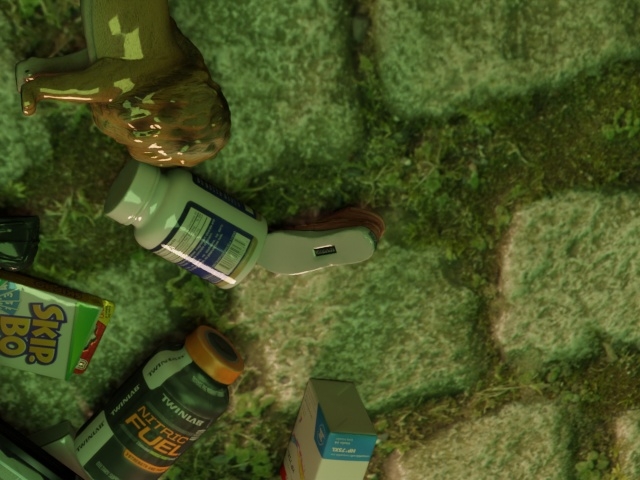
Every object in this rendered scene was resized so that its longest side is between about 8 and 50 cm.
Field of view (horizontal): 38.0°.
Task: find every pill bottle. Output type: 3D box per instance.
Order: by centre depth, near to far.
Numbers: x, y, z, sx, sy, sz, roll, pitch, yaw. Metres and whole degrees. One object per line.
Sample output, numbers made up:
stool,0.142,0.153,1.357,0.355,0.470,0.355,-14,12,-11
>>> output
pill bottle,-0.171,-0.026,1.173,0.186,0.112,0.112,31,106,-26
pill bottle,-0.217,0.230,1.287,0.130,0.130,0.246,38,103,-28

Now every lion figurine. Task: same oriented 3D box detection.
lion figurine,-0.218,-0.262,1.022,0.240,0.142,0.392,-8,115,-19

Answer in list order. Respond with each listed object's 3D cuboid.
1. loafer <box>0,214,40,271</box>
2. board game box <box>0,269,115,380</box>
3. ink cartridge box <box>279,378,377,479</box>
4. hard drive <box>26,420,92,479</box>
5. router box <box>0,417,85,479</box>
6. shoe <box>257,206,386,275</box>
loafer,-0.455,-0.022,1.127,0.223,0.076,0.078,13,94,-16
board game box,-0.408,0.104,1.214,0.259,0.039,0.124,19,108,-30
ink cartridge box,0.003,0.343,1.402,0.078,0.134,0.231,8,114,-19
hard drive,-0.405,0.427,1.395,0.203,0.040,0.308,-22,121,-3
router box,-0.454,0.385,1.248,0.309,0.081,0.243,41,82,-12
shoe,0.000,0.000,1.262,0.177,0.081,0.064,-7,110,22
